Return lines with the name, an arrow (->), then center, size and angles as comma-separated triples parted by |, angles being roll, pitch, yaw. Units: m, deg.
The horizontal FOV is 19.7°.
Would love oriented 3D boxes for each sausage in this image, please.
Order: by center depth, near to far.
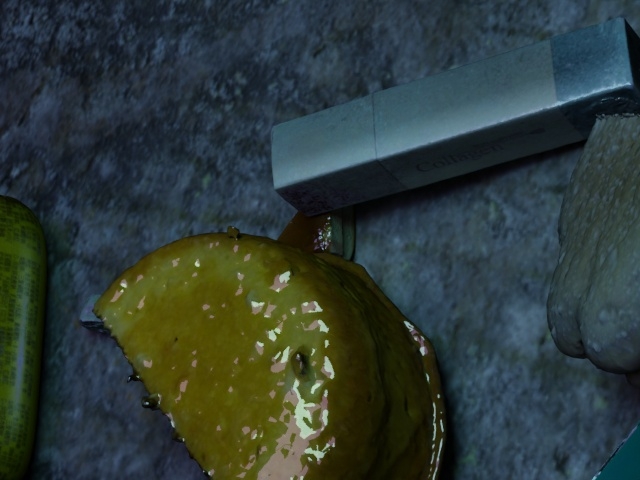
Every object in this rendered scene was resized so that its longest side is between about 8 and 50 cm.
sausage -> -0.327, 0.103, 1.760 | 0.123, 0.123, 0.347 | -13, 66, 34

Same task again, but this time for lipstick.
lipstick -> 0.112, -0.097, 1.508 | 0.317, 0.066, 0.068 | -15, 62, 24

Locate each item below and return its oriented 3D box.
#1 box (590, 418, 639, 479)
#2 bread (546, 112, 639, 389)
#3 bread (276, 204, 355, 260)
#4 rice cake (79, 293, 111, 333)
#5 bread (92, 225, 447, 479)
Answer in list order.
box -> 0.307, 0.221, 1.203 | 0.092, 0.153, 0.245 | -53, 48, 9
bread -> 0.235, 0.009, 1.271 | 0.337, 0.102, 0.183 | -148, 79, -82
bread -> 0.000, 0.000, 1.600 | 0.109, 0.043, 0.062 | -53, 48, 7
rice cake -> -0.139, 0.072, 1.687 | 0.208, 0.033, 0.033 | 2, 64, 37
bread -> -0.024, 0.102, 1.477 | 0.179, 0.194, 0.340 | -47, 53, 12
